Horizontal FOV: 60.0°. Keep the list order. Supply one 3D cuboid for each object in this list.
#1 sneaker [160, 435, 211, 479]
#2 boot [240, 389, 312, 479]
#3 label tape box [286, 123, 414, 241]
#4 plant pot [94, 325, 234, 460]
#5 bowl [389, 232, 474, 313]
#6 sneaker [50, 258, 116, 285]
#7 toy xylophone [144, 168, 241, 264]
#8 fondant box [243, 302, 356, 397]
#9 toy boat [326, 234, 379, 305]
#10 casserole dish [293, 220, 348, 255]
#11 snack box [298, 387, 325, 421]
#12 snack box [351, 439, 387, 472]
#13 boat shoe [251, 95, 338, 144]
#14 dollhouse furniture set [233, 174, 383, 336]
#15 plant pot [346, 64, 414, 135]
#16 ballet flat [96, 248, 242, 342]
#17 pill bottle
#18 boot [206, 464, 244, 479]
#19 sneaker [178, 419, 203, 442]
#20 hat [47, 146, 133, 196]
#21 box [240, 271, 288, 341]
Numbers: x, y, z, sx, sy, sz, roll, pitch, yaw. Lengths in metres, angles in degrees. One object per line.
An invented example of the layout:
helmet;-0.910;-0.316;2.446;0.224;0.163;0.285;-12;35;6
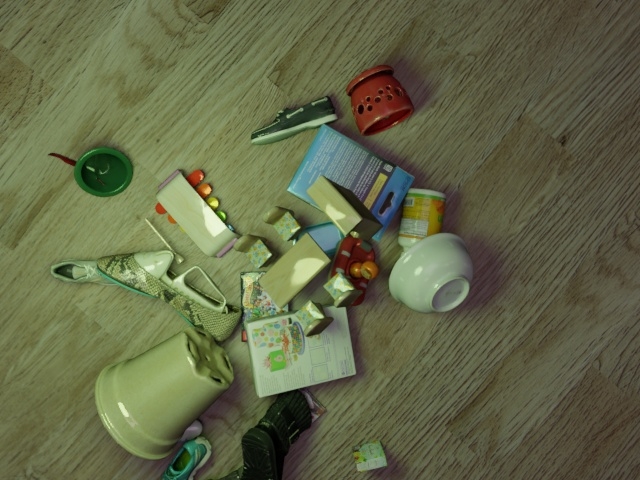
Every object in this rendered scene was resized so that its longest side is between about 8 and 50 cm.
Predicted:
sneaker;-0.470;0.752;1.806;0.107;0.110;0.275;35;98;26
boot;-0.135;0.673;1.791;0.131;0.260;0.348;15;117;21
label tape box;0.096;-0.187;1.835;0.347;0.115;0.249;29;90;-5
plant pot;-0.445;0.433;1.682;0.305;0.334;0.334;-38;92;10
bowl;0.376;0.133;1.759;0.297;0.134;0.298;-14;131;-17
sneaker;-0.740;0.104;1.797;0.262;0.121;0.099;-4;90;-3
toy xylophone;-0.431;-0.070;1.826;0.236;0.081;0.323;-33;93;6
fondant box;-0.066;0.349;1.806;0.330;0.096;0.239;-9;92;-17
toy boat;0.125;0.098;1.785;0.151;0.151;0.231;32;68;-35
casserole dish;0.000;0.000;1.869;0.188;0.037;0.114;-14;91;-3
snack box;-0.066;0.530;1.880;0.064;0.022;0.178;-44;92;1
snack box;0.160;0.712;1.832;0.100;0.141;0.037;-12;91;-2
boat shoe;-0.095;-0.394;1.829;0.302;0.114;0.091;-20;92;-14
dollhouse furniture set;-0.033;0.028;1.634;0.394;0.256;0.362;-44;72;12
plant pot;0.183;-0.456;1.798;0.191;0.191;0.174;-26;85;-2
ballet flat;-0.459;0.138;1.770;0.482;0.164;0.182;35;102;-12
pill bottle;0.331;-0.041;1.832;0.136;0.136;0.246;9;91;-2
boot;-0.304;0.890;1.854;0.228;0.091;0.263;-25;88;4
sneaker;-0.510;0.636;1.833;0.237;0.086;0.085;-3;89;-4
hat;-0.748;-0.264;1.842;0.173;0.183;0.208;-52;134;6
box;-0.186;0.220;1.860;0.159;0.044;0.233;-1;91;-3
